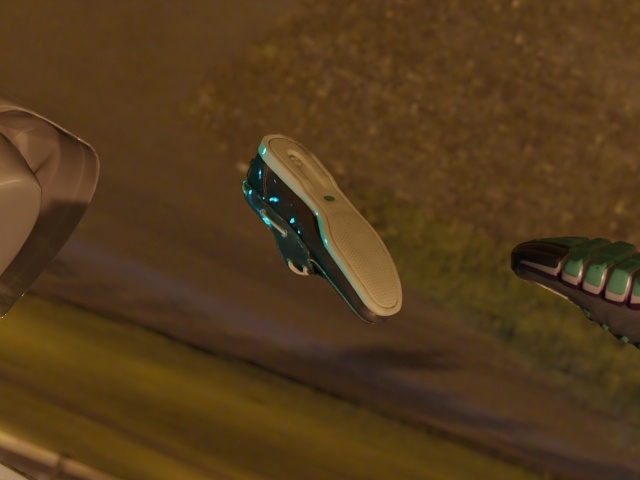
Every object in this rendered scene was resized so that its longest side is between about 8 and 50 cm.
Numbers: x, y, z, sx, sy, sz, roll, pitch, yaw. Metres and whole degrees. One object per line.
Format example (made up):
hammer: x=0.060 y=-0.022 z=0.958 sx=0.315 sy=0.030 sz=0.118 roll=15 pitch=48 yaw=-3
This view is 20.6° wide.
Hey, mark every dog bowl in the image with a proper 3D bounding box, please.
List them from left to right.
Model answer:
dog bowl: x=-0.334 y=0.014 z=1.373 sx=0.102 sy=0.349 sz=0.349 roll=45 pitch=173 yaw=10

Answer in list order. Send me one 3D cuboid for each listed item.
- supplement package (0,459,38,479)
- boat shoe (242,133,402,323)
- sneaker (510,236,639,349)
supplement package: x=-0.237 y=0.295 z=1.377 sx=0.194 sy=0.203 sz=0.149 roll=25 pitch=170 yaw=21
boat shoe: x=0.000 y=0.000 z=1.722 sx=0.084 sy=0.079 sz=0.233 roll=3 pitch=-138 yaw=-48
sneaker: x=0.232 y=0.061 z=1.257 sx=0.223 sy=0.098 sz=0.083 roll=14 pitch=-162 yaw=32
